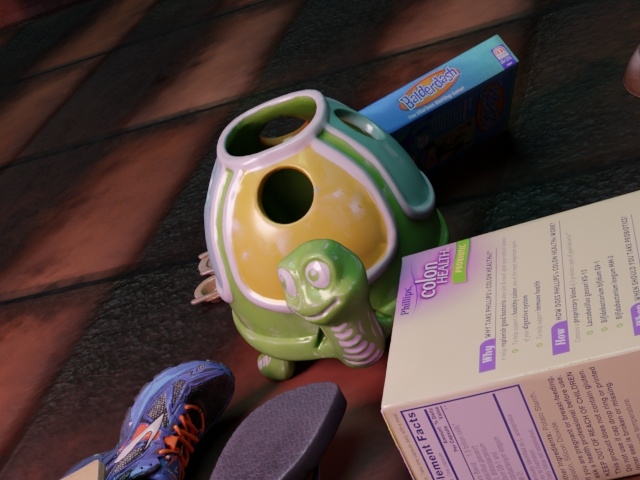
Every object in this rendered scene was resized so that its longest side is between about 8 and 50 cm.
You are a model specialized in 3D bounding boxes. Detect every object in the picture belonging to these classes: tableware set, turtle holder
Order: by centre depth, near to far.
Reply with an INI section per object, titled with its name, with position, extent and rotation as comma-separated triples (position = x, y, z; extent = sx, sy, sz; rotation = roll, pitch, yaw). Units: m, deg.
[turtle holder]
position = -0.014, -0.001, 1.143
extent = 0.243, 0.227, 0.320
rotation = -9, 31, 30
[tableware set]
position = -0.085, 0.025, 1.393
extent = 0.141, 0.020, 0.168
rotation = -21, 26, 10

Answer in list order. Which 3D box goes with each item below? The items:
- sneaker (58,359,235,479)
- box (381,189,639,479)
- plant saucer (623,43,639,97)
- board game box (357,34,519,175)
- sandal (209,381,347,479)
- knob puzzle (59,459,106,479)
[sneaker]
position = -0.148, 0.201, 1.074
extent = 0.087, 0.083, 0.221
rotation = 15, 56, 44
[box]
position = 0.188, 0.083, 0.937
extent = 0.243, 0.117, 0.213
rotation = -16, 28, 17
[plant saucer]
position = 0.447, -0.227, 1.372
extent = 0.199, 0.036, 0.198
rotation = -20, 26, 10
[board game box]
position = 0.123, -0.131, 1.353
extent = 0.210, 0.160, 0.047
rotation = -29, 68, -9
[sandal]
position = -0.055, 0.223, 0.974
extent = 0.097, 0.054, 0.254
rotation = -2, 45, 44
[knob puzzle]
position = -0.246, 0.299, 0.983
extent = 0.213, 0.030, 0.213
rotation = -27, 43, 29
